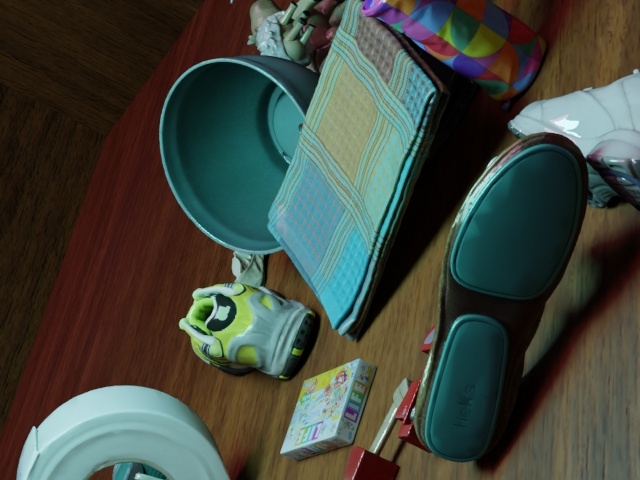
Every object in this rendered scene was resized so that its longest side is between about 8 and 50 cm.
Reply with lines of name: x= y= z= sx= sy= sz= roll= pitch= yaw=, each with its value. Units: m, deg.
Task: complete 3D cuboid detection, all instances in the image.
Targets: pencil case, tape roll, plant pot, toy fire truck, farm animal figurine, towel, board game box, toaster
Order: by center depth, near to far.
toy fire truck: x=0.100 y=0.178 z=1.556 sx=0.135 sy=0.047 sz=0.192 roll=-21 pitch=43 yaw=66
pencil case: x=0.159 y=-0.253 z=1.736 sx=0.104 sy=0.236 sz=0.104 roll=-41 pitch=30 yaw=31
board game box: x=0.008 y=0.210 z=1.800 sx=0.154 sy=0.026 sz=0.103 roll=-31 pitch=36 yaw=59
towel: x=0.037 y=-0.098 z=1.854 sx=0.271 sy=0.040 sz=0.370 roll=57 pitch=136 yaw=46
toaster: x=0.128 y=-0.221 z=1.931 sx=0.227 sy=0.129 sz=0.146 roll=-63 pitch=15 yaw=9
tape roll: x=-0.264 y=0.341 z=1.948 sx=0.286 sy=0.286 sz=0.100 roll=-60 pitch=18 yaw=7
plant pot: x=-0.065 y=-0.148 z=2.169 sx=0.196 sy=0.293 sz=0.293 roll=-29 pitch=-14 yaw=-49
farm animal figurine: x=-0.023 y=-0.355 z=2.422 sx=0.172 sy=0.330 sz=0.326 roll=-49 pitch=50 yaw=29

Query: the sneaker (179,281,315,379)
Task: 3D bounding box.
sneaker: x=-0.133 y=0.113 z=2.145 sx=0.145 sy=0.147 sz=0.385 roll=-68 pitch=17 yaw=-13

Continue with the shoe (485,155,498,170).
shoe: x=0.206 y=-0.048 z=1.569 sx=0.076 sy=0.058 sz=0.219 roll=-57 pitch=18 yaw=17

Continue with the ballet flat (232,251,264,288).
ballet flat: x=-0.117 y=0.028 z=2.378 sx=0.057 sy=0.052 sz=0.168 roll=-55 pitch=19 yaw=24

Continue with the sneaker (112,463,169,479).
sneaker: x=-0.275 y=0.425 z=2.171 sx=0.121 sy=0.108 sz=0.302 roll=-127 pitch=57 yaw=-70

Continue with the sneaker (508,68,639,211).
sneaker: x=0.286 y=-0.103 z=1.394 sx=0.129 sy=0.111 sz=0.297 roll=-52 pitch=24 yaw=-5

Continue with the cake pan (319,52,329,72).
cake pan: x=0.117 y=-0.336 z=2.140 sx=0.293 sy=0.054 sz=0.293 roll=-45 pitch=10 yaw=10

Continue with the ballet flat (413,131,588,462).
ballet flat: x=0.169 y=0.046 z=1.393 sx=0.124 sy=0.116 sz=0.342 roll=-67 pitch=-10 yaw=-70
